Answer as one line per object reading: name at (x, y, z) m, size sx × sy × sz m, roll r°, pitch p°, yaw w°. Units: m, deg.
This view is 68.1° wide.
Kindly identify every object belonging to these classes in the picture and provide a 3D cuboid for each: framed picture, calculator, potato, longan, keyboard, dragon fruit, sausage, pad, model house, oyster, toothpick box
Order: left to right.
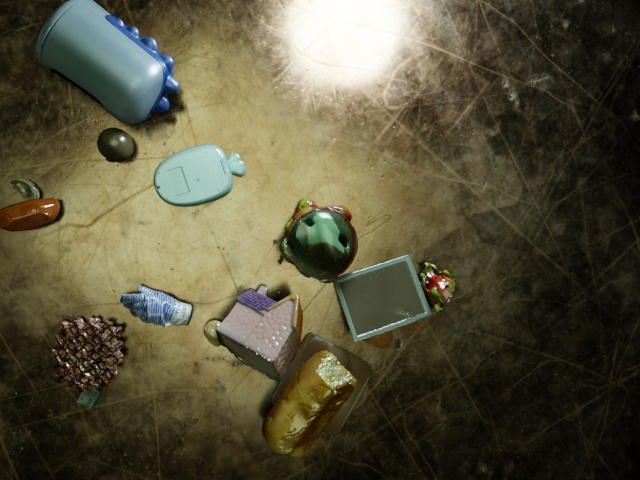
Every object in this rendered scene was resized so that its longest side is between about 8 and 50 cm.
oyster at (-0.897, -0.151, 1.447) m, size 0.080 × 0.038 × 0.084 m, roll 0°, pitch 118°, yaw -2°
sausage at (-0.877, -0.076, 1.420) m, size 0.179 × 0.089 × 0.089 m, roll -17°, pitch 96°, yaw -14°
keyboard at (-0.715, 0.449, 1.514) m, size 0.055 × 0.014 × 0.176 m, roll 28°, pitch 87°, yaw -8°
longan at (-0.632, -0.288, 1.458) m, size 0.106 × 0.106 × 0.119 m, roll 22°, pitch 127°, yaw -11°
toothpick box at (-0.587, -0.505, 1.376) m, size 0.354 × 0.263 × 0.263 m, roll 37°, pitch 85°, yaw -12°
calculator at (-0.389, -0.211, 1.531) m, size 0.294 × 0.042 × 0.184 m, roll -19°, pitch 96°, yaw -9°
potato at (-0.346, 0.307, 1.560) m, size 0.068 × 0.062 × 0.083 m, roll -16°, pitch 118°, yaw 5°
model house at (-0.170, 0.286, 1.538) m, size 0.236 × 0.202 × 0.238 m, roll 22°, pitch 61°, yaw 23°
dragon fruit at (0.000, 0.000, 1.581) m, size 0.268 × 0.130 × 0.296 m, roll -27°, pitch 98°, yaw -4°
pad at (0.008, 0.506, 1.655) m, size 0.283 × 0.018 × 0.287 m, roll 30°, pitch 87°, yaw -10°
framed picture at (0.215, 0.200, 1.655) m, size 0.295 × 0.019 × 0.233 m, roll -16°, pitch 78°, yaw -10°
dragon fruit at (0.409, 0.163, 1.677) m, size 0.138 × 0.142 × 0.175 m, roll -47°, pitch 72°, yaw 25°

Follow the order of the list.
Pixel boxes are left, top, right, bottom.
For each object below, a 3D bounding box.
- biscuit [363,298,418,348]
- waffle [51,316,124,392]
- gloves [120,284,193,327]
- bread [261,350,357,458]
biscuit at (0.246, 0.300, 1.684) m, size 0.186 × 0.036 × 0.192 m, roll 31°, pitch 87°, yaw -12°
waffle at (-0.726, 0.357, 1.480) m, size 0.220 × 0.055 × 0.235 m, roll 4°, pitch 85°, yaw -4°
gloves at (-0.521, 0.212, 1.508) m, size 0.228 × 0.097 × 0.119 m, roll 11°, pitch 60°, yaw -7°
bread at (-0.045, 0.524, 1.543) m, size 0.148 × 0.195 × 0.344 m, roll 41°, pitch 84°, yaw -30°
